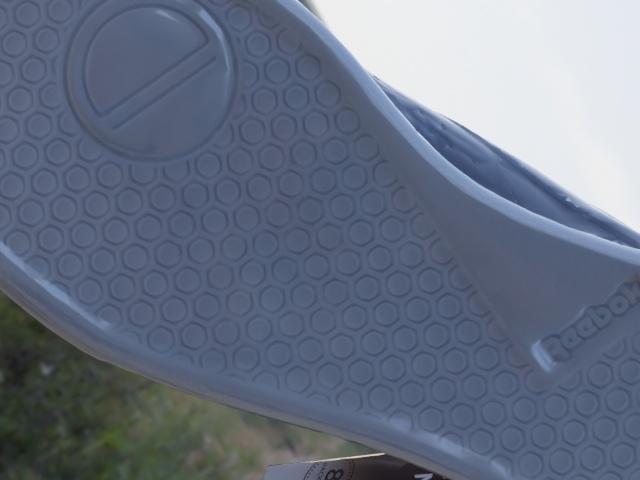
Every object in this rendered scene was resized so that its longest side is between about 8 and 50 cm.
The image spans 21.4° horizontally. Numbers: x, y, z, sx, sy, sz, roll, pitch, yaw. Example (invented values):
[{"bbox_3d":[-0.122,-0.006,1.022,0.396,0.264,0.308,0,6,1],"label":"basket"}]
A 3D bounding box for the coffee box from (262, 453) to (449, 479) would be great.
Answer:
[{"bbox_3d":[0.022,0.259,0.866,0.119,0.168,0.297,52,44,-33],"label":"coffee box"}]

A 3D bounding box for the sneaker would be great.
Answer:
[{"bbox_3d":[0.000,0.001,0.490,0.295,0.105,0.147,28,-1,-6],"label":"sneaker"}]
